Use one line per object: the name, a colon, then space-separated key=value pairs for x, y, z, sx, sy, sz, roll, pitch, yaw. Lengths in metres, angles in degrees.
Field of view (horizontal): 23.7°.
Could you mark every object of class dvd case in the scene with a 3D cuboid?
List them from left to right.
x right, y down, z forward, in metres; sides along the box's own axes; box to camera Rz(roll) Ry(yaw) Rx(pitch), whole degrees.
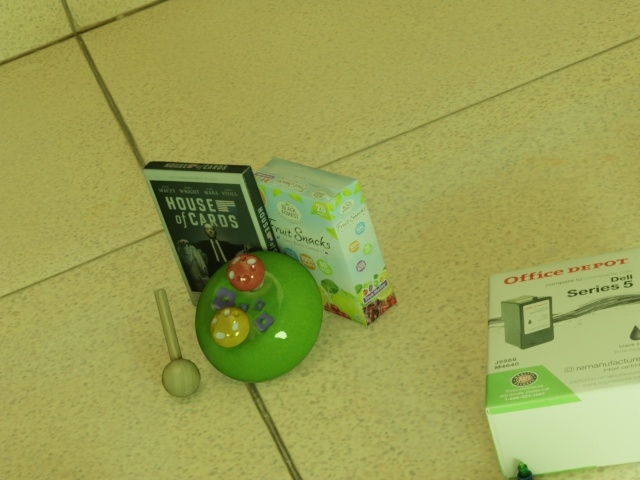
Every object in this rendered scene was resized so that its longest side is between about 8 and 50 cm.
dvd case: x=-0.140 y=-0.003 z=2.143 sx=0.179 sy=0.238 sz=0.029 roll=4 pitch=37 yaw=34

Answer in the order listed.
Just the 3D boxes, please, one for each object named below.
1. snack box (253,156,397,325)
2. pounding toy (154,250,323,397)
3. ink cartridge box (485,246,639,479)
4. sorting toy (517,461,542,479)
snack box: x=0.000 y=0.000 z=2.095 sx=0.070 sy=0.207 sz=0.174 roll=-37 pitch=34 yaw=-30
pounding toy: x=-0.124 y=0.096 z=2.024 sx=0.237 sy=0.110 sz=0.183 roll=-19 pitch=65 yaw=13
ink cartridge box: x=0.301 y=0.139 z=1.793 sx=0.198 sy=0.114 sz=0.273 roll=-11 pitch=31 yaw=13
sorting toy: x=0.219 y=0.277 z=1.686 sx=0.102 sy=0.042 sz=0.061 roll=0 pitch=35 yaw=29
